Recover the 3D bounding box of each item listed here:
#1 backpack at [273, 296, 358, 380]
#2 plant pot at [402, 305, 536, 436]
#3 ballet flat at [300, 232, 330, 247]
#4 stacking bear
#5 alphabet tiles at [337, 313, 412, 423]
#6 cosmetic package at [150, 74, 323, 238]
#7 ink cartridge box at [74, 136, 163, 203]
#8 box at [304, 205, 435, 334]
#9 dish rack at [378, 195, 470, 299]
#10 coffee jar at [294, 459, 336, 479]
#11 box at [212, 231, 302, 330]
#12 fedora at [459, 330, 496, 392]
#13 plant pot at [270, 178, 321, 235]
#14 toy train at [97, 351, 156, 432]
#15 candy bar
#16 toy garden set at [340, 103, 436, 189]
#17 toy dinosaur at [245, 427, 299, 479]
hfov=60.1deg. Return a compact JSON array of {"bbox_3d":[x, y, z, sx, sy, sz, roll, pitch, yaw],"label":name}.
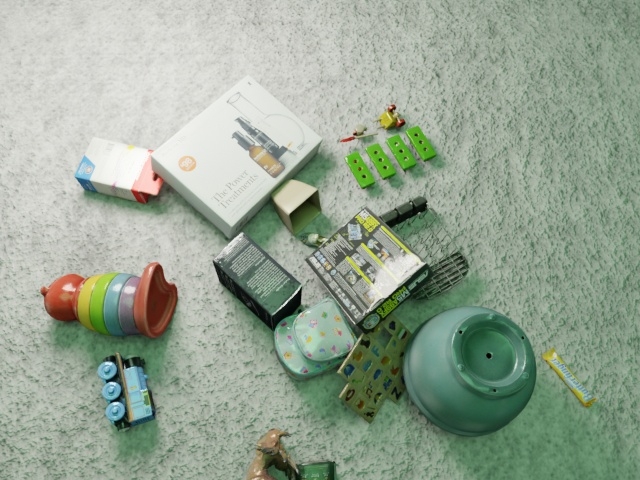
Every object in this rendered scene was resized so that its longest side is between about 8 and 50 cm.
[{"bbox_3d":[-0.018,0.239,1.324,0.188,0.144,0.165,-25,76,-10],"label":"backpack"},{"bbox_3d":[0.345,0.268,1.211,0.293,0.196,0.293,2,66,-4],"label":"plant pot"},{"bbox_3d":[0.000,0.000,1.482,0.114,0.041,0.041,19,67,6],"label":"ballet flat"},{"bbox_3d":[-0.523,0.146,1.337,0.289,0.175,0.164,3,59,9],"label":"stacking bear"},{"bbox_3d":[0.143,0.302,1.311,0.198,0.009,0.237,46,67,-25],"label":"alphabet tiles"},{"bbox_3d":[-0.221,-0.235,1.502,0.284,0.097,0.377,40,65,4],"label":"cosmetic package"},{"bbox_3d":[-0.528,-0.187,1.515,0.231,0.078,0.134,14,67,3],"label":"ink cartridge box"},{"bbox_3d":[0.111,0.064,1.343,0.216,0.060,0.270,-41,44,0],"label":"box"},{"bbox_3d":[0.256,0.024,1.470,0.208,0.074,0.271,-27,72,-12],"label":"dish rack"},{"bbox_3d":[-0.007,0.581,1.209,0.096,0.079,0.184,-2,66,-5],"label":"coffee jar"},{"bbox_3d":[-0.153,0.105,1.368,0.207,0.153,0.108,41,70,12],"label":"box"},{"bbox_3d":[0.353,0.305,1.346,0.194,0.079,0.194,2,65,-4],"label":"fedora"},{"bbox_3d":[-0.072,-0.100,1.490,0.096,0.109,0.109,39,70,24],"label":"plant pot"},{"bbox_3d":[-0.452,0.348,1.292,0.105,0.080,0.184,-13,65,-18],"label":"toy train"},{"bbox_3d":[0.620,0.342,1.377,0.040,0.018,0.161,-32,71,-15],"label":"candy bar"},{"bbox_3d":[0.178,-0.273,1.606,0.244,0.049,0.203,-24,72,-12],"label":"toy garden set"},{"bbox_3d":[-0.099,0.556,1.173,0.200,0.127,0.295,-34,63,-7],"label":"toy dinosaur"}]
